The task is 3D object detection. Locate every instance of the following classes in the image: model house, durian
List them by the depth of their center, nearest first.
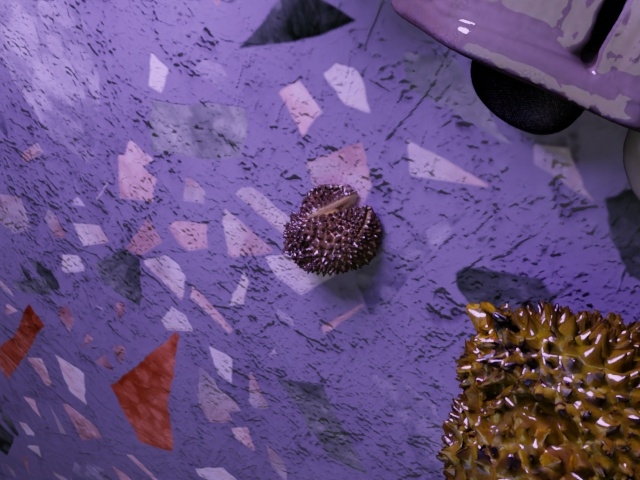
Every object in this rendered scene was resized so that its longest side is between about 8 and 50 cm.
[{"bbox_3d":[0.162,-0.174,0.469,0.229,0.122,0.188,27,128,12],"label":"model house"},{"bbox_3d":[0.228,0.187,0.702,0.258,0.258,0.293,13,116,29],"label":"durian"},{"bbox_3d":[-0.002,-0.001,0.845,0.140,0.071,0.111,-16,110,47],"label":"durian"}]

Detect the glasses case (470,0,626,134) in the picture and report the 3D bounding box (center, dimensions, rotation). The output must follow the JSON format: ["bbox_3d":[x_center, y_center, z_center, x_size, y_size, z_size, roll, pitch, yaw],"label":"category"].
[{"bbox_3d":[0.203,-0.193,0.557,0.103,0.067,0.267,36,134,8],"label":"glasses case"}]

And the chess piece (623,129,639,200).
[{"bbox_3d":[0.329,-0.079,0.508,0.251,0.144,0.144,-25,104,49],"label":"chess piece"}]
